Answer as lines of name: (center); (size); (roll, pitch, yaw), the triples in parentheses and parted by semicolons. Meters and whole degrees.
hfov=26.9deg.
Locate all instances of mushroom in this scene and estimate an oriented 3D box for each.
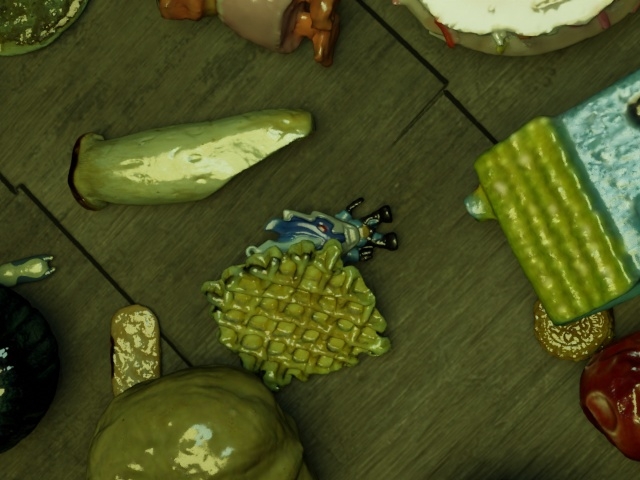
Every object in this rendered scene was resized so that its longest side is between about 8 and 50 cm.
mushroom: (-0.169, -0.104, 1.742); (0.333, 0.087, 0.107); (-6, 93, 9)

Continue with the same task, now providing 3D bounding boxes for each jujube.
jujube: (0.431, 0.170, 1.625); (0.230, 0.155, 0.155); (-28, 90, 1)

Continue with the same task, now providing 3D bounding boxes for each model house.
model house: (0.338, -0.051, 1.584); (0.303, 0.215, 0.237); (-28, 79, 16)

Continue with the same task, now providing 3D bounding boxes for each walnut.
walnut: (-0.150, 0.300, 1.690); (0.277, 0.253, 0.282); (-16, 91, 13)

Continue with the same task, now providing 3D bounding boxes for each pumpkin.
pumpkin: (-0.473, 0.179, 1.744); (0.248, 0.248, 0.248); (1, 96, 10)

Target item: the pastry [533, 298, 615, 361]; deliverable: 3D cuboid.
pastry: (0.320, 0.102, 1.685); (0.109, 0.057, 0.097); (29, 104, 9)

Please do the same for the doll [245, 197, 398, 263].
doll: (0.000, 0.000, 1.728); (0.195, 0.070, 0.096); (-10, 94, 1)

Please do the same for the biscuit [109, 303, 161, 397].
biscuit: (-0.251, 0.159, 1.814); (0.071, 0.018, 0.147); (-1, 94, 8)

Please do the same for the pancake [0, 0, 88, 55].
pancake: (-0.413, -0.366, 1.785); (0.254, 0.037, 0.253); (1, 95, 11)

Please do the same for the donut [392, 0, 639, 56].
donut: (0.242, -0.403, 1.605); (0.383, 0.142, 0.382); (1, 96, 11)

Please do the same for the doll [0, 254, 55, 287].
doll: (-0.421, 0.046, 1.830); (0.125, 0.027, 0.037); (-15, 85, 12)

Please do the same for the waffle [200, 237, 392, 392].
waffle: (-0.036, 0.091, 1.720); (0.223, 0.054, 0.204); (-21, 121, 19)

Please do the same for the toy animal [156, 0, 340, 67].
toy animal: (-0.103, -0.334, 1.672); (0.281, 0.195, 0.169); (14, 58, 5)
